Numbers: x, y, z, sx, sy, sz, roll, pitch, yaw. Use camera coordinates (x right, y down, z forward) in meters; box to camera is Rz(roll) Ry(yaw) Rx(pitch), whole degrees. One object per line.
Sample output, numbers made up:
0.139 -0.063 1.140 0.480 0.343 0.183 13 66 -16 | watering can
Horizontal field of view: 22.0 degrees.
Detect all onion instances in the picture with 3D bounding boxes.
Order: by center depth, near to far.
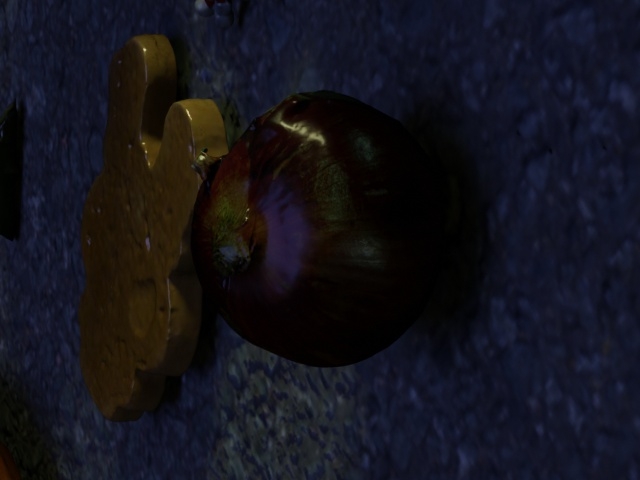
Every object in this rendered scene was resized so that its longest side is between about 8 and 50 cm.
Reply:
0.000 0.000 0.713 0.117 0.118 0.119 -47 56 48 | onion

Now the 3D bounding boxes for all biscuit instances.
-0.102 0.004 0.963 0.144 0.040 0.236 -121 36 -47 | biscuit

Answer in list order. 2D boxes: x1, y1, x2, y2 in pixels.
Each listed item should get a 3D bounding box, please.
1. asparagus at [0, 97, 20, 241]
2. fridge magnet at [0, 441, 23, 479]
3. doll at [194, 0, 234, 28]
-0.227 -0.050 1.179 0.025 0.021 0.108 37 127 52 | asparagus
-0.307 0.272 1.243 0.363 0.155 0.364 19 112 57 | fridge magnet
-0.047 -0.146 0.837 0.114 0.039 0.057 166 112 -65 | doll
